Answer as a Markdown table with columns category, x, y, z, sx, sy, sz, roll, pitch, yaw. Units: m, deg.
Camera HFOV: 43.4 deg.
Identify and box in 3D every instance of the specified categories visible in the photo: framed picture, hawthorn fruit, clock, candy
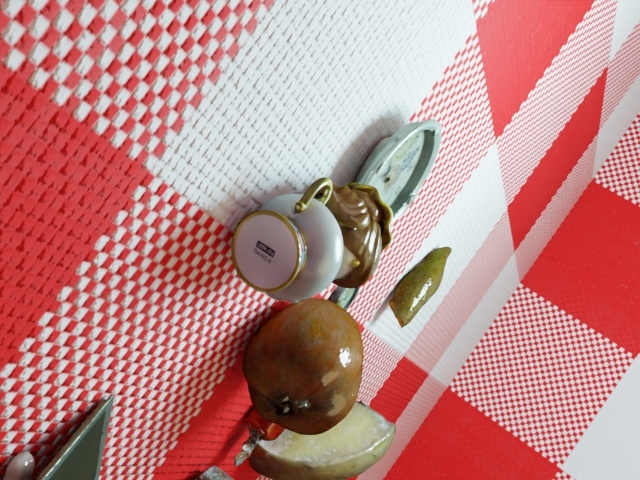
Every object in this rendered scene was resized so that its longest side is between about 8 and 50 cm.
| category | x | y | z | sx | sy | sz | roll | pitch | yaw |
| --- | --- | --- | --- | --- | --- | --- | --- | --- | --- |
| framed picture | -0.317 | 0.320 | 0.930 | 0.252 | 0.014 | 0.197 | -58 | 168 | -60 |
| hawthorn fruit | -0.010 | 0.179 | 1.277 | 0.251 | 0.199 | 0.199 | -54 | 163 | -46 |
| clock | 0.042 | 0.105 | 1.483 | 0.085 | 0.017 | 0.085 | -44 | 156 | -26 |
| clock | 0.104 | -0.098 | 1.275 | 0.236 | 0.053 | 0.236 | -43 | 156 | -24 |
| candy | -0.066 | 0.287 | 1.463 | 0.292 | 0.059 | 0.086 | -51 | 155 | -13 |

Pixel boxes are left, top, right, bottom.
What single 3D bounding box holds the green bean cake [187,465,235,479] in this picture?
| category | x | y | z | sx | sy | sz | roll | pitch | yaw |
| --- | --- | --- | --- | --- | --- | --- | --- | --- | --- |
| green bean cake | -0.237 | 0.505 | 1.364 | 0.233 | 0.097 | 0.198 | -38 | 151 | -38 |

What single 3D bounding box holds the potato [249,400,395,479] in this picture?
| category | x | y | z | sx | sy | sz | roll | pitch | yaw |
| --- | --- | --- | --- | --- | --- | --- | --- | --- | --- |
| potato | -0.003 | 0.458 | 1.661 | 0.264 | 0.189 | 0.211 | -32 | 149 | -46 |

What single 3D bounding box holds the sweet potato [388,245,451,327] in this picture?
| category | x | y | z | sx | sy | sz | roll | pitch | yaw |
| --- | --- | --- | --- | --- | --- | --- | --- | --- | --- |
| sweet potato | 0.225 | 0.086 | 1.780 | 0.243 | 0.077 | 0.077 | -51 | 159 | -28 |

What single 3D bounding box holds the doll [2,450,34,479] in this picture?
| category | x | y | z | sx | sy | sz | roll | pitch | yaw |
| --- | --- | --- | --- | --- | --- | --- | --- | --- | --- |
| doll | -0.380 | 0.314 | 0.806 | 0.217 | 0.085 | 0.183 | -3 | 111 | -66 |

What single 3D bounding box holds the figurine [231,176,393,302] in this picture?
| category | x | y | z | sx | sy | sz | roll | pitch | yaw |
| --- | --- | --- | --- | --- | --- | --- | --- | --- | --- |
| figurine | 0.000 | 0.000 | 1.074 | 0.263 | 0.142 | 0.189 | -11 | 135 | -58 |
